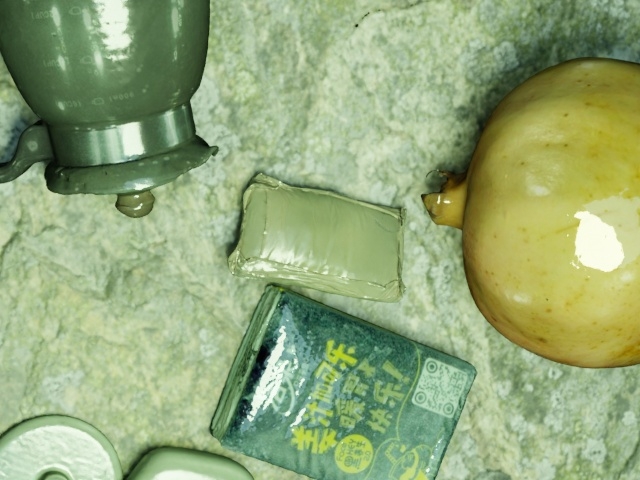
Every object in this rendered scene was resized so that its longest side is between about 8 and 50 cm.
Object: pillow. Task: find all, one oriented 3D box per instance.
[{"bbox_3d":[0.000,0.000,1.522,0.208,0.053,0.119,12,76,-17],"label":"pillow"}]

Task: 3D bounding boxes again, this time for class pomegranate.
[{"bbox_3d":[0.274,-0.032,1.484,0.338,0.338,0.338,-1,95,-16],"label":"pomegranate"}]

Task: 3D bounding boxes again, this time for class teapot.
[{"bbox_3d":[-0.243,-0.151,1.366,0.305,0.223,0.285,-14,105,-17],"label":"teapot"}]

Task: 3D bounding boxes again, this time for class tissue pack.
[{"bbox_3d":[0.028,0.180,1.534,0.257,0.081,0.185,23,87,-16],"label":"tissue pack"}]

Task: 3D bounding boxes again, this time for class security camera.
[{"bbox_3d":[-0.218,0.285,1.477,0.301,0.080,0.157,14,91,-14],"label":"security camera"}]
